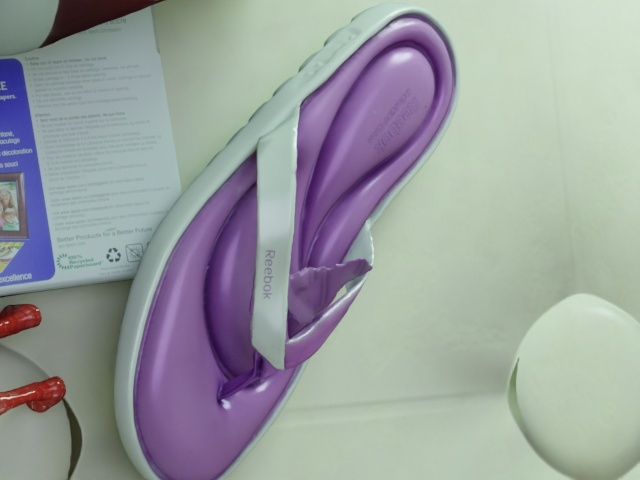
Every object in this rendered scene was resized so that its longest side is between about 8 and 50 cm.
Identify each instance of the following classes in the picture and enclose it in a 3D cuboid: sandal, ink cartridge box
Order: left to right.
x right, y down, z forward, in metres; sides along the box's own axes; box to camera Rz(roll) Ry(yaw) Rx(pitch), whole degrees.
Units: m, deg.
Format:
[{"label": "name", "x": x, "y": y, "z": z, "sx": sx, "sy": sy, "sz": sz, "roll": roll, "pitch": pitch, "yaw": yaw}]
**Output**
[{"label": "ink cartridge box", "x": -0.203, "y": -0.066, "z": 1.064, "sx": 0.206, "sy": 0.045, "sz": 0.208, "roll": -7, "pitch": 86, "yaw": -23}, {"label": "sandal", "x": -0.009, "y": -0.008, "z": 1.080, "sx": 0.169, "sy": 0.102, "sz": 0.416, "roll": 44, "pitch": 67, "yaw": -36}]

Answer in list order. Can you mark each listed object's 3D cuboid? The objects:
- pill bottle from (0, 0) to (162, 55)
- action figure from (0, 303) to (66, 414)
[{"label": "pill bottle", "x": -0.163, "y": -0.252, "z": 0.985, "sx": 0.392, "sy": 0.224, "sz": 0.224, "roll": -27, "pitch": 93, "yaw": -31}, {"label": "action figure", "x": -0.319, "y": 0.122, "z": 0.977, "sx": 0.280, "sy": 0.139, "sz": 0.091, "roll": -17, "pitch": 86, "yaw": -46}]
